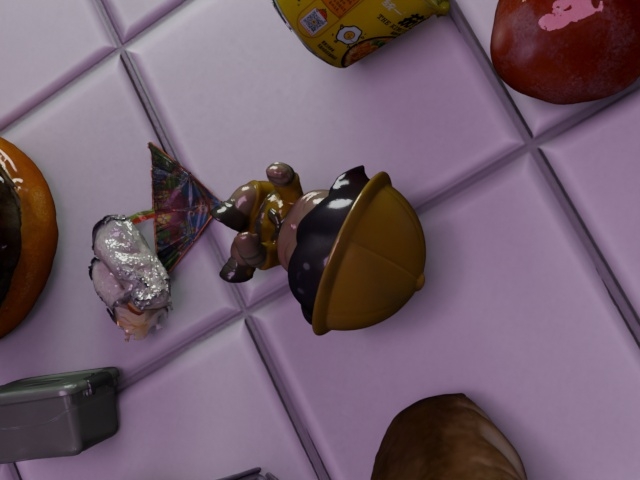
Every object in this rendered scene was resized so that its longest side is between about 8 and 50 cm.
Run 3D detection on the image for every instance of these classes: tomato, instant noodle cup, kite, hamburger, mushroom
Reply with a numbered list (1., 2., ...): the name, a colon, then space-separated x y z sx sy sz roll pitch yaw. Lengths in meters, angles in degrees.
1. tomato: 0.266 -0.226 1.079 0.187 0.151 0.187 0 90 19
2. instant noodle cup: 0.038 -0.290 1.167 0.144 0.182 0.182 -36 73 24
3. kite: -0.195 -0.037 1.313 0.159 0.010 0.189 -6 82 22
4. hamburger: -0.528 -0.003 1.311 0.330 0.250 0.329 -2 83 21
5. mushroom: 0.121 0.350 1.014 0.224 0.314 0.397 -20 73 15

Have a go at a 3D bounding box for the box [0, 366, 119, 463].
1. box: -0.342 0.222 1.292 0.172 0.124 0.092 -10 92 21

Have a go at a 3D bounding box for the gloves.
1. gloves: -0.243 0.043 1.288 0.153 0.070 0.114 55 138 20

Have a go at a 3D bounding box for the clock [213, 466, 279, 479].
1. clock: -0.071 0.329 1.132 0.145 0.193 0.073 33 99 21

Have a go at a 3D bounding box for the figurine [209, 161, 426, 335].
1. figurine: 0.004 0.000 1.155 0.257 0.167 0.192 26 109 43
